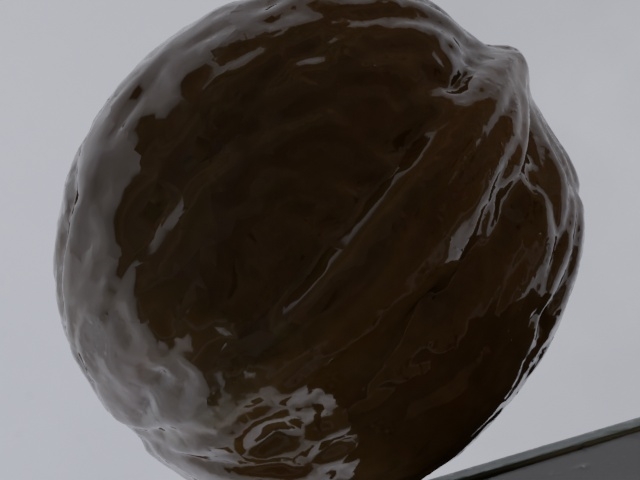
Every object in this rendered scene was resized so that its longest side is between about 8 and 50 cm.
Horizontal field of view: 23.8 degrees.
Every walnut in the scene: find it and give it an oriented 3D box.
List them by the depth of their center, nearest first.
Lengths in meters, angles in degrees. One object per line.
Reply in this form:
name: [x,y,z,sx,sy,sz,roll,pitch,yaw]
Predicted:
walnut: [0.000,0.000,0.922,0.333,0.333,0.333,3,-101,-15]

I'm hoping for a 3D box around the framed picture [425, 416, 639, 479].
framed picture: [0.179,0.160,0.873,0.296,0.232,0.019,-14,-76,-12]
